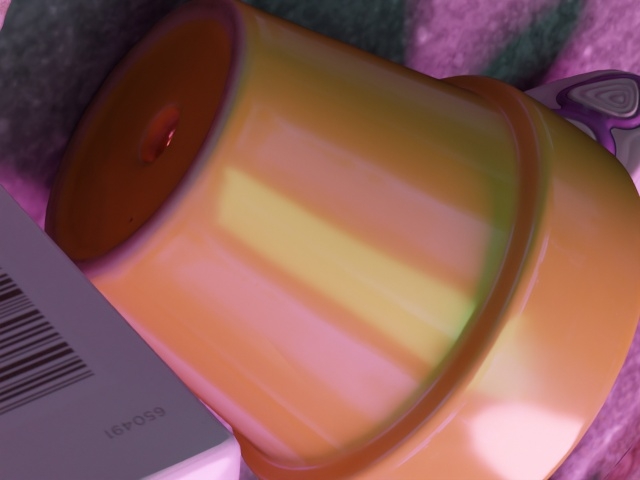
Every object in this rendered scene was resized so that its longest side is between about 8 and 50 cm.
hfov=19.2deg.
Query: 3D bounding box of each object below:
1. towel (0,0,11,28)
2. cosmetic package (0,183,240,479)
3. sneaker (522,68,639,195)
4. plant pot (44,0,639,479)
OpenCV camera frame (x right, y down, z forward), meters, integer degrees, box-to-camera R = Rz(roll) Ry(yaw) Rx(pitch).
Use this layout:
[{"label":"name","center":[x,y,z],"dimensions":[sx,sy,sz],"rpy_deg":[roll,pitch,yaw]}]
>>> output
[{"label":"towel","center":[-0.286,-0.097,0.806],"dimensions":[0.312,0.056,0.324],"rpy_deg":[15,104,-34]},{"label":"cosmetic package","center":[-0.172,0.210,0.875],"dimensions":[0.161,0.230,0.453],"rpy_deg":[-23,137,-29]},{"label":"sneaker","center":[0.116,0.027,1.197],"dimensions":[0.305,0.114,0.152],"rpy_deg":[-53,147,0]},{"label":"plant pot","center":[0.000,0.000,0.988],"dimensions":[0.239,0.254,0.254],"rpy_deg":[32,89,-29]}]
